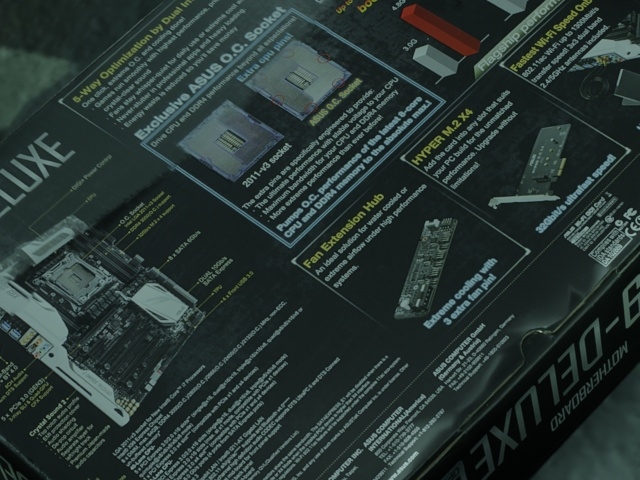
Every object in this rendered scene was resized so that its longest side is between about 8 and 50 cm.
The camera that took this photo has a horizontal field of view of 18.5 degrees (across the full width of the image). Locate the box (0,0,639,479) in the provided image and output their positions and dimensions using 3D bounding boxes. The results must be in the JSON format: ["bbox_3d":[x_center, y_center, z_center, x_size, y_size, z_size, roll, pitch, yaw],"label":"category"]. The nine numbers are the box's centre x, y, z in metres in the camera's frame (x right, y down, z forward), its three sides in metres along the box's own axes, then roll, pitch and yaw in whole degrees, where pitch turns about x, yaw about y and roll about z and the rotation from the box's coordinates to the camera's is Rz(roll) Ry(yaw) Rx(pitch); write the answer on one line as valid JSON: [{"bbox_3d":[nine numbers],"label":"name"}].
[{"bbox_3d":[0.000,0.000,0.779,0.242,0.076,0.307,34,68,31],"label":"box"}]
